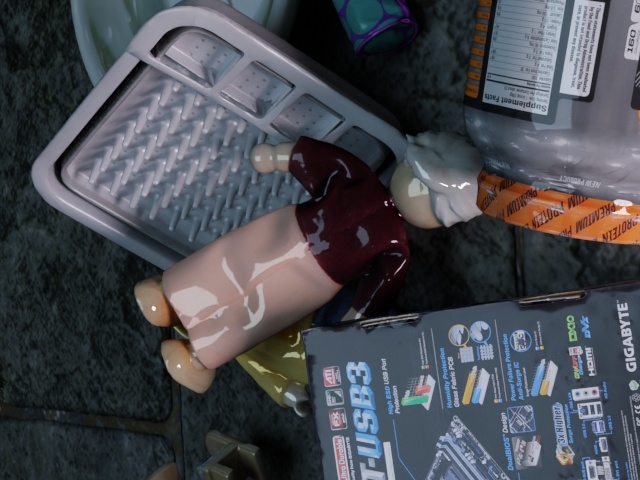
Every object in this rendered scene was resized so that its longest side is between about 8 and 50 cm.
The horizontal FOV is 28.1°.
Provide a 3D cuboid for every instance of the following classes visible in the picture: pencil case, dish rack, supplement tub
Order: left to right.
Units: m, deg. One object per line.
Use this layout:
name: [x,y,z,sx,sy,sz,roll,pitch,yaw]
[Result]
dish rack: [-0.096,-0.087,1.243,0.333,0.285,0.072,-40,28,42]
pencil case: [0.040,-0.248,1.197,0.070,0.064,0.151,-32,69,36]
supplement tub: [0.209,-0.166,0.915,0.193,0.193,0.316,20,108,46]

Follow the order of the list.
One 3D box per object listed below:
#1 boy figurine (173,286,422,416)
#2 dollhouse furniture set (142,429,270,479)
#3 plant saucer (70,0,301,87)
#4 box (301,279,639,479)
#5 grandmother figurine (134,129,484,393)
boy figurine: [-0.032,0.076,1.252,0.285,0.092,0.177,17,105,35]
dollhouse furniture set: [-0.158,0.343,1.351,0.161,0.212,0.242,13,128,46]
plant saucer: [-0.124,-0.299,1.351,0.400,0.100,0.400,4,95,49]
box: [0.147,0.194,1.016,0.293,0.073,0.295,-11,85,24]
grandmother figurine: [0.000,0.000,1.148,0.342,0.104,0.208,-27,91,16]
